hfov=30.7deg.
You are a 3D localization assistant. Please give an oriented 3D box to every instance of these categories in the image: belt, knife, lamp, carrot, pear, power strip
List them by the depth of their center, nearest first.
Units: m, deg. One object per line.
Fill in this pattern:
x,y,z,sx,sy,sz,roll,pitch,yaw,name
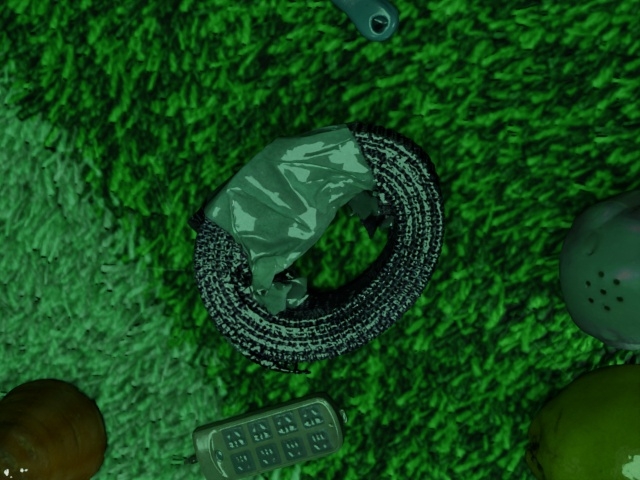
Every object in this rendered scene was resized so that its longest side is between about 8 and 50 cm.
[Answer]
0.400,0.038,1.247,0.301,0.247,0.247,-2,102,48,lamp
0.376,0.250,1.359,0.269,0.212,0.212,3,102,1,pear
-0.015,-0.311,1.382,0.244,0.032,0.058,33,112,4,knife
0.000,0.000,1.397,0.325,0.122,0.260,-39,99,12,belt
-0.369,0.272,1.452,0.159,0.225,0.159,1,97,5,carrot
-0.074,0.259,1.505,0.227,0.029,0.080,-18,99,11,power strip
